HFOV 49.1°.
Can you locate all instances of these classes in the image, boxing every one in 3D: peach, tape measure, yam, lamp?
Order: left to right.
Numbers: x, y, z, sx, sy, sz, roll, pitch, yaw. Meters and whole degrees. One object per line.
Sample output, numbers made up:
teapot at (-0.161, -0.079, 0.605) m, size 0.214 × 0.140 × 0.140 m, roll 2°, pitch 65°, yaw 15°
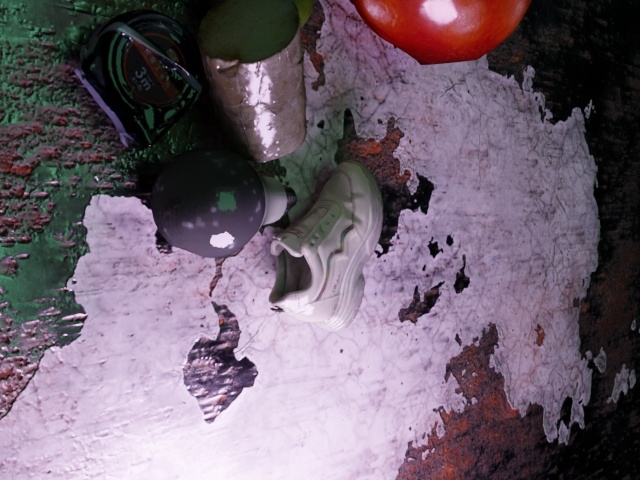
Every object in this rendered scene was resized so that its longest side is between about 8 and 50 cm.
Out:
tape measure at (-0.273, -0.260, 1.082) m, size 0.181 × 0.107 × 0.182 m, roll -46°, pitch 122°, yaw -28°
lamp at (-0.164, -0.065, 1.193) m, size 0.314 × 0.182 × 0.181 m, roll -15°, pitch 106°, yaw -76°
yam at (-0.104, -0.254, 1.136) m, size 0.161 × 0.161 × 0.268 m, roll -53°, pitch 159°, yaw -28°
peach at (0.242, -0.530, 1.384) m, size 0.389 × 0.389 × 0.387 m, roll -3°, pitch 95°, yaw -43°

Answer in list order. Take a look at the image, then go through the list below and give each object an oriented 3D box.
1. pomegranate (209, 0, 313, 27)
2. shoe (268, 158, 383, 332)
pomegranate at (-0.104, -0.447, 1.194) m, size 0.182 × 0.182 × 0.224 m, roll 7°, pitch 65°, yaw -43°
shoe at (0.000, 0.000, 1.337) m, size 0.211 × 0.132 × 0.341 m, roll 15°, pitch 86°, yaw -46°
